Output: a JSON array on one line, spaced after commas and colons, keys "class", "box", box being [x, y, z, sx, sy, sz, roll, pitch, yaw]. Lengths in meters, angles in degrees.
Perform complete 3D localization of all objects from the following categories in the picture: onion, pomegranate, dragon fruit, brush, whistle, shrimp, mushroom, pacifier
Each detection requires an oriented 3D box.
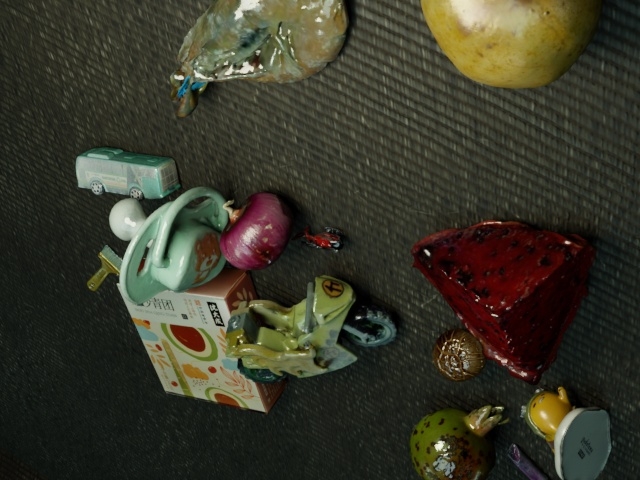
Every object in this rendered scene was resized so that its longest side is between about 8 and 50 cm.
[{"class": "onion", "box": [-0.138, -0.020, 1.644, 0.153, 0.177, 0.177, 21, 134, 2]}, {"class": "pomegranate", "box": [0.268, -0.340, 1.094, 0.260, 0.260, 0.261, 17, 132, 20]}, {"class": "dragon fruit", "box": [0.371, 0.094, 1.484, 0.286, 0.228, 0.329, 37, 168, 48]}, {"class": "brush", "box": [-0.603, 0.088, 2.136, 0.082, 0.010, 0.218, 45, 135, -7]}, {"class": "pomegranate", "box": [0.326, 0.466, 1.756, 0.245, 0.198, 0.198, -30, 110, 1]}, {"class": "whistle", "box": [0.497, 0.543, 1.794, 0.176, 0.033, 0.033, 46, 135, -8]}, {"class": "shrimp", "box": [-0.128, -0.362, 1.430, 0.445, 0.110, 0.221, -25, 117, 38]}, {"class": "mushroom", "box": [0.297, 0.248, 1.648, 0.109, 0.085, 0.126, 43, 128, -4]}, {"class": "pacifier", "box": [-0.345, -0.018, 1.682, 0.269, 0.343, 0.288, 30, 105, 17]}]

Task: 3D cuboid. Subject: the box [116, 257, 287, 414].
[{"class": "box", "box": [-0.300, 0.247, 1.994, 0.344, 0.122, 0.385, 4, 126, 30]}]

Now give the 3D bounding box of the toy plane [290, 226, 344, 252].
[{"class": "toy plane", "box": [0.000, 0.000, 1.658, 0.145, 0.060, 0.037, 16, 133, 42]}]

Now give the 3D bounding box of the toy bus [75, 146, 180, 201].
[{"class": "toy bus", "box": [-0.453, -0.154, 1.801, 0.261, 0.091, 0.109, 10, 118, 24]}]

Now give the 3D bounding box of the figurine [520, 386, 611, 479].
[{"class": "figurine", "box": [0.505, 0.408, 1.629, 0.141, 0.166, 0.250, 25, 152, 46]}]

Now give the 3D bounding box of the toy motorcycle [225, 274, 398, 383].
[{"class": "toy motorcycle", "box": [-0.039, 0.209, 1.744, 0.410, 0.169, 0.237, -23, 125, 22]}]
